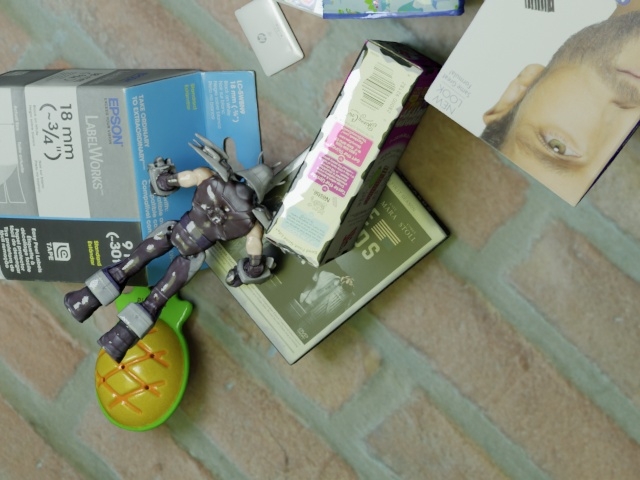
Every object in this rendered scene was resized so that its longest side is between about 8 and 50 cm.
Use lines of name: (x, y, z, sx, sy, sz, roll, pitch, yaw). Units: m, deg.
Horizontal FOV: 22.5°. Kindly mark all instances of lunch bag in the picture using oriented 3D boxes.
lunch bag: (0.080, -0.298, 1.686, 0.151, 0.096, 0.129, 4, 107, 33)

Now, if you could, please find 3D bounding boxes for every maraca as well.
maraca: (-0.213, 0.139, 1.954, 0.127, 0.099, 0.186, 6, 82, 20)

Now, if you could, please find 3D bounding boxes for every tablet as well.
tablet: (-0.058, -0.233, 1.819, 0.054, 0.006, 0.083, -25, 94, 28)

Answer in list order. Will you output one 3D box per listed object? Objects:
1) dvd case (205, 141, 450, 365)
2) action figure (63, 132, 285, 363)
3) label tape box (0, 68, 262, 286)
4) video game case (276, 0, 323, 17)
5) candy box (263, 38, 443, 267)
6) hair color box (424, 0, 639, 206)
dvd case: (0.000, 0.000, 1.820, 0.238, 0.029, 0.179, -40, 87, 15)
action figure: (-0.153, 0.003, 1.789, 0.285, 0.099, 0.185, -41, 84, 4)
label tape box: (-0.238, -0.075, 1.891, 0.333, 0.106, 0.241, 2, 107, 24)
video game case: (-0.034, -0.305, 1.780, 0.122, 0.011, 0.087, 22, 108, 17)
candy box: (0.039, -0.095, 1.702, 0.071, 0.159, 0.233, 29, 101, 9)
hair color box: (0.264, -0.219, 1.484, 0.185, 0.110, 0.339, 36, 125, 7)
